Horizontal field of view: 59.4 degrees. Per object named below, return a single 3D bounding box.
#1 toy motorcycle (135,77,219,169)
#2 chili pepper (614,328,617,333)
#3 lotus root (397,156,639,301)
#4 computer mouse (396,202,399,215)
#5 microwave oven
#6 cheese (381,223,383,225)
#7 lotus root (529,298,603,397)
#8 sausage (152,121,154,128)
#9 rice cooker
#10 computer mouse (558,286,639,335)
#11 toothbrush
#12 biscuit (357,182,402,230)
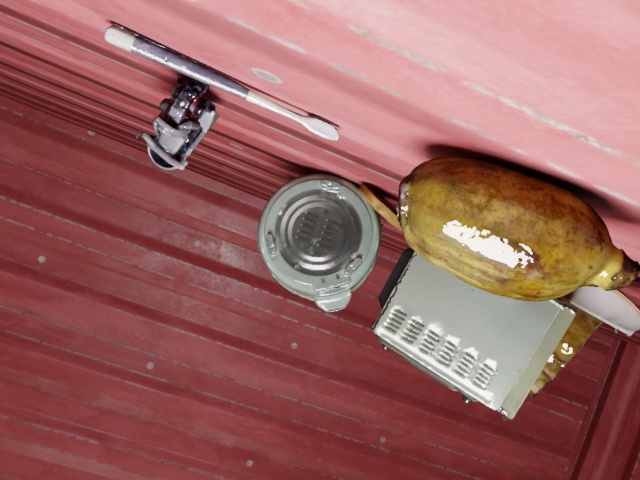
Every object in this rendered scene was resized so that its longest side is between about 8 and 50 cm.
[{"bbox_3d":[-0.195,-0.158,0.765,0.080,0.123,0.215,37,176,-10],"label":"toy motorcycle"},{"bbox_3d":[0.526,0.098,1.114,0.204,0.073,0.072,32,-171,-22],"label":"chili pepper"},{"bbox_3d":[0.204,-0.007,0.596,0.260,0.129,0.145,19,169,8],"label":"lotus root"},{"bbox_3d":[0.206,-0.038,1.051,0.102,0.045,0.199,23,-179,28],"label":"computer mouse"},{"bbox_3d":[0.261,0.143,1.013,0.286,0.219,0.355,30,-176,14],"label":"microwave oven"},{"bbox_3d":[0.028,-0.083,1.479,0.285,0.074,0.189,18,180,-18],"label":"cheese"},{"bbox_3d":[0.488,0.202,1.289,0.250,0.316,0.316,33,-178,15],"label":"lotus root"},{"bbox_3d":[-0.373,-0.267,1.292,0.024,0.024,0.132,21,179,-21],"label":"sausage"},{"bbox_3d":[0.000,0.000,1.198,0.264,0.317,0.316,-18,179,-1],"label":"rice cooker"},{"bbox_3d":[0.418,0.064,0.947,0.310,0.072,0.158,26,-169,-21],"label":"computer mouse"},{"bbox_3d":[-0.106,-0.180,0.654,0.287,0.024,0.026,20,-167,-18],"label":"toothbrush"},{"bbox_3d":[0.123,-0.060,1.073,0.140,0.023,0.118,38,-168,-18],"label":"biscuit"}]
